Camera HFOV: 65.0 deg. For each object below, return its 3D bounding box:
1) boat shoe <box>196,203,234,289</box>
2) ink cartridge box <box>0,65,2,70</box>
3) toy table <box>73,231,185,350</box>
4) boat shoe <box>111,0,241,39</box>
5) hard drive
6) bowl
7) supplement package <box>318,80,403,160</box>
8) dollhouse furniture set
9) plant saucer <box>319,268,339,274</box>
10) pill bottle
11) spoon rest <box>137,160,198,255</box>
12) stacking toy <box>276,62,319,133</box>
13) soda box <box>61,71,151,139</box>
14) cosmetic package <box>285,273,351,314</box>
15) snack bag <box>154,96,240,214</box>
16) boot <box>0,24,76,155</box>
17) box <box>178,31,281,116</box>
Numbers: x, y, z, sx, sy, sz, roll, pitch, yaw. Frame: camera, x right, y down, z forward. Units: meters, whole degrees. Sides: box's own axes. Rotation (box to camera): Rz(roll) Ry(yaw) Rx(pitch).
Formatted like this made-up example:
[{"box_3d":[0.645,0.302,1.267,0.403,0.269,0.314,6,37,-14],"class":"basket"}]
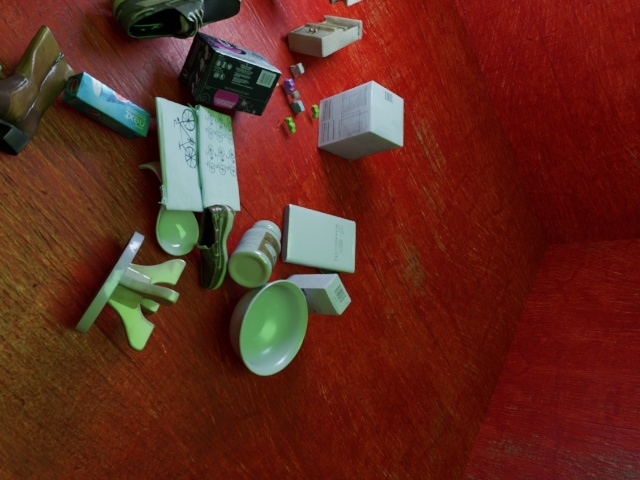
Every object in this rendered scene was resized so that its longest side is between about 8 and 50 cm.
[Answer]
[{"box_3d":[-0.326,0.019,1.467,0.095,0.095,0.258,0,100,-54],"class":"boat shoe"},{"box_3d":[-0.878,-0.332,0.978,0.330,0.071,0.324,39,59,-35],"class":"ink cartridge box"},{"box_3d":[-0.464,0.132,1.255,0.161,0.252,0.274,32,72,-21],"class":"toy table"},{"box_3d":[-0.384,-0.620,1.396,0.355,0.132,0.130,-17,68,-15],"class":"boat shoe"},{"box_3d":[0.000,0.000,1.834,0.307,0.040,0.203,13,73,-35],"class":"hard drive"},{"box_3d":[-0.183,0.257,1.566,0.298,0.134,0.298,-17,111,-50],"class":"bowl"},{"box_3d":[0.153,-0.448,1.923,0.199,0.262,0.198,12,76,-45],"class":"supplement package"},{"box_3d":[0.015,-0.896,1.783,0.256,0.362,0.394,-42,143,-39],"class":"dollhouse furniture set"},{"box_3d":[0.030,0.055,1.908,0.168,0.029,0.169,8,79,-46],"class":"plant saucer"},{"box_3d":[-0.194,0.033,1.557,0.131,0.131,0.229,61,21,-22],"class":"pill bottle"},{"box_3d":[-0.425,-0.090,1.411,0.137,0.084,0.276,-29,106,-44],"class":"spoon rest"},{"box_3d":[-0.101,-0.519,1.826,0.167,0.052,0.221,-40,115,-39],"class":"stacking toy"},{"box_3d":[-0.546,-0.342,1.297,0.210,0.067,0.071,31,64,-54],"class":"soda box"},{"box_3d":[-0.023,0.181,1.691,0.085,0.231,0.117,-45,117,-39],"class":"cosmetic package"},{"box_3d":[-0.351,-0.240,1.467,0.342,0.037,0.323,0,85,-65],"class":"snack bag"},{"box_3d":[-0.663,-0.368,1.105,0.264,0.096,0.280,77,29,-60],"class":"boot"},{"box_3d":[-0.274,-0.504,1.529,0.247,0.142,0.163,0,130,-47],"class":"box"}]
